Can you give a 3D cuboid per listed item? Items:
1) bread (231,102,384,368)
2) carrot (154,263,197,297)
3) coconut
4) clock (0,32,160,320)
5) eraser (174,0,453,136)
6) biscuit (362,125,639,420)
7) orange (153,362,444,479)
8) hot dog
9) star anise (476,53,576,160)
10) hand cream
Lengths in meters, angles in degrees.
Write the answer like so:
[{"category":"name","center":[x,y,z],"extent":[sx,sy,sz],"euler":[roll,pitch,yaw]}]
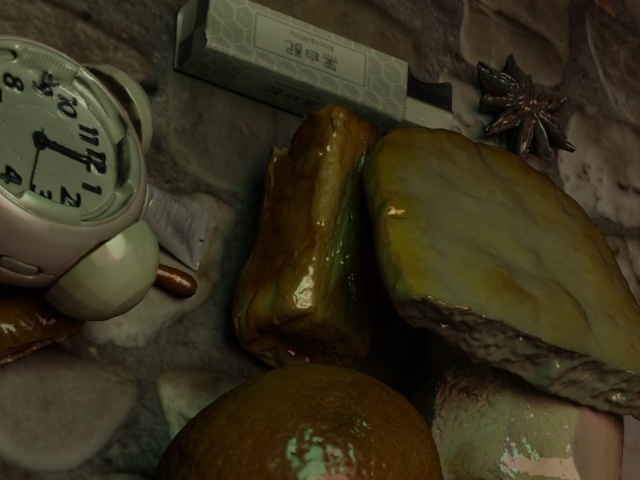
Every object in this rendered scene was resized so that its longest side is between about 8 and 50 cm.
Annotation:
[{"category":"bread","center":[-0.002,0.003,2.015],"extent":[0.195,0.149,0.344],"euler":[38,53,-37]},{"category":"carrot","center":[-0.196,0.044,1.933],"extent":[0.093,0.032,0.032],"euler":[24,59,-20]},{"category":"coconut","center":[0.235,0.310,1.975],"extent":[0.297,0.297,0.309],"euler":[27,54,-25]},{"category":"clock","center":[-0.336,-0.085,1.768],"extent":[0.325,0.184,0.342],"euler":[17,53,-31]},{"category":"eraser","center":[-0.004,-0.225,2.134],"extent":[0.404,0.098,0.096],"euler":[18,64,-29]},{"category":"biscuit","center":[0.226,0.025,1.965],"extent":[0.429,0.104,0.446],"euler":[16,37,-30]},{"category":"orange","center":[-0.022,0.304,1.780],"extent":[0.357,0.322,0.322],"euler":[-29,91,-44]},{"category":"hot dog","center":[-0.387,0.110,1.745],"extent":[0.289,0.068,0.083],"euler":[-21,78,-38]},{"category":"star anise","center":[0.305,-0.200,2.373],"extent":[0.195,0.065,0.182],"euler":[-12,75,-34]},{"category":"hand cream","center":[-0.199,-0.028,1.954],"extent":[0.142,0.053,0.084],"euler":[35,55,-39]}]
